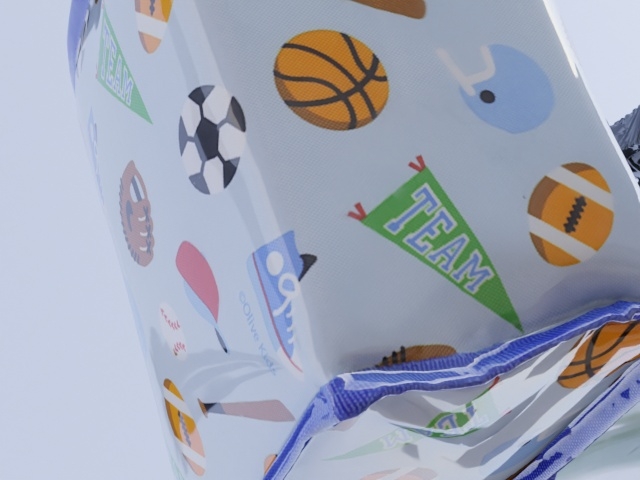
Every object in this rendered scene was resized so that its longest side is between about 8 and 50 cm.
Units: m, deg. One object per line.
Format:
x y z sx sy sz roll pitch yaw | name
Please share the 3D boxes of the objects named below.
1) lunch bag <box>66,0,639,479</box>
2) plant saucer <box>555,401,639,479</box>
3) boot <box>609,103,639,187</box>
0.000 0.000 0.897 0.239 0.328 0.385 -9 -26 -22 | lunch bag
0.167 0.198 1.156 0.400 0.400 0.100 -32 -76 -15 | plant saucer
0.262 -0.061 1.191 0.099 0.121 0.045 24 -117 -19 | boot
